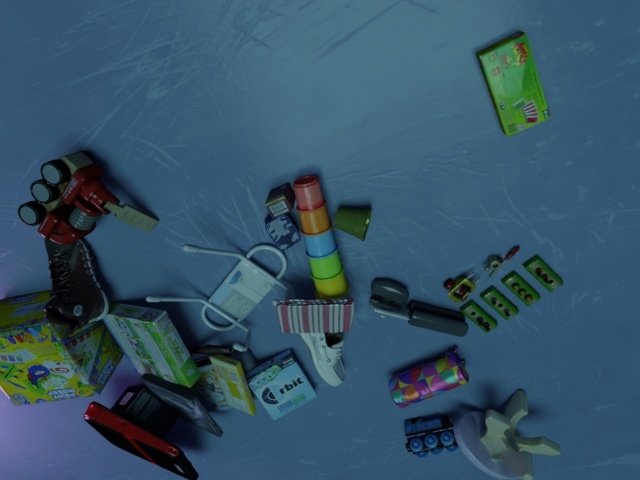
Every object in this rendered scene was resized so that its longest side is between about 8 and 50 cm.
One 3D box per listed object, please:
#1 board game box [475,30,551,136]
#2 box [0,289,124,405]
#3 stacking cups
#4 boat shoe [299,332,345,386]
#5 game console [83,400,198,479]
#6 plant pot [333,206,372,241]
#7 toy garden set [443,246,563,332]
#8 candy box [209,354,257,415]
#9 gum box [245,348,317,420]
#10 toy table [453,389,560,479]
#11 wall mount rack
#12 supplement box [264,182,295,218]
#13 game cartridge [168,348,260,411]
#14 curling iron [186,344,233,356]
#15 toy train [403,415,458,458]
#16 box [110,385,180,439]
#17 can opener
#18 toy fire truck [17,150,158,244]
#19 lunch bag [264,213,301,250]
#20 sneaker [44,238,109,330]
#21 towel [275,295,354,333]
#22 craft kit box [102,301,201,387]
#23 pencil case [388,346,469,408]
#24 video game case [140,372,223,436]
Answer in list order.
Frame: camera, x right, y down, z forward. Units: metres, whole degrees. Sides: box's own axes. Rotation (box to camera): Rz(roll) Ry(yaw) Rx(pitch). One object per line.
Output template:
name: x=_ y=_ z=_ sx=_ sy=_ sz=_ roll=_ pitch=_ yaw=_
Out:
board game box: x=0.394 y=-0.315 z=0.940 sx=0.092 sy=0.043 sz=0.181 roll=-23 pitch=116 yaw=17
box: x=-0.794 y=0.310 z=1.345 sx=0.289 sy=0.177 sz=0.279 roll=-9 pitch=119 yaw=10
stacking cups: x=0.000 y=0.000 z=1.133 sx=0.095 sy=0.096 sz=0.317 roll=-8 pitch=120 yaw=10
boat shoe: x=0.023 y=0.301 z=1.306 sx=0.096 sy=0.098 sz=0.277 roll=-19 pitch=116 yaw=17
game console: x=-0.565 y=0.653 z=1.487 sx=0.341 sy=0.060 sz=0.387 roll=18 pitch=144 yaw=9
plant pot: x=0.076 y=-0.047 z=1.115 sx=0.079 sy=0.083 sz=0.084 roll=15 pitch=121 yaw=10
toy garden set: x=0.463 y=0.125 z=1.188 sx=0.203 sy=0.049 sz=0.244 roll=39 pitch=116 yaw=-16
candy box: x=-0.257 y=0.427 z=1.368 sx=0.105 sy=0.027 sz=0.206 roll=11 pitch=126 yaw=33
gum box: x=-0.118 y=0.442 z=1.407 sx=0.156 sy=0.041 sz=0.185 roll=-29 pitch=116 yaw=-2
toy table: x=0.551 y=0.584 z=1.358 sx=0.274 sy=0.252 sz=0.161 roll=20 pitch=138 yaw=-18
wall mount rack: x=-0.259 y=0.136 z=1.219 sx=0.304 sy=0.131 sz=0.350 roll=35 pitch=117 yaw=-14
supplement box: x=-0.094 y=-0.095 z=1.093 sx=0.054 sy=0.083 sz=0.043 roll=-22 pitch=116 yaw=17
game cartridge: x=-0.319 y=0.449 z=1.454 sx=0.297 sy=0.062 sz=0.198 roll=-19 pitch=113 yaw=16
curling iron: x=-0.329 y=0.322 z=1.321 sx=0.273 sy=0.068 sz=0.035 roll=-15 pitch=102 yaw=43
toy train: x=0.352 y=0.614 z=1.453 sx=0.184 sy=0.105 sz=0.080 roll=-21 pitch=125 yaw=17
box: x=-0.563 y=0.552 z=1.481 sx=0.155 sy=0.093 sz=0.158 roll=-17 pitch=121 yaw=48
can opener: x=0.262 y=0.186 z=1.229 sx=0.280 sy=0.074 sz=0.093 roll=18 pitch=120 yaw=-5
toy fire truck: x=-0.557 y=-0.070 z=1.134 sx=0.246 sy=0.158 sz=0.217 roll=43 pitch=115 yaw=-7
lunch bag: x=-0.092 y=-0.026 z=1.146 sx=0.067 sy=0.065 sz=0.099 roll=-30 pitch=113 yaw=4
sneaker: x=-0.667 y=0.106 z=1.200 sx=0.106 sy=0.162 sz=0.282 roll=-19 pitch=103 yaw=17
towel: x=-0.013 y=0.194 z=1.191 sx=0.196 sy=0.029 sz=0.144 roll=-1 pitch=140 yaw=0
craft kit box: x=-0.492 y=0.298 z=1.329 sx=0.246 sy=0.061 sz=0.250 roll=4 pitch=125 yaw=34
pencil case: x=0.314 y=0.403 z=1.342 sx=0.236 sy=0.104 sz=0.104 roll=-30 pitch=113 yaw=18
video game case: x=-0.425 y=0.516 z=1.435 sx=0.195 sy=0.026 sz=0.274 roll=14 pitch=141 yaw=23
